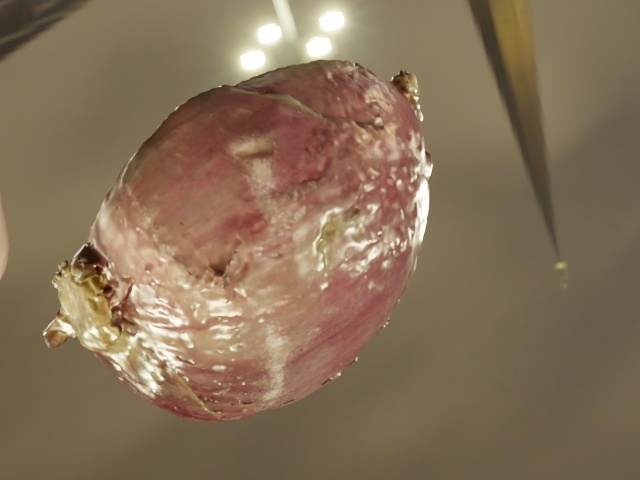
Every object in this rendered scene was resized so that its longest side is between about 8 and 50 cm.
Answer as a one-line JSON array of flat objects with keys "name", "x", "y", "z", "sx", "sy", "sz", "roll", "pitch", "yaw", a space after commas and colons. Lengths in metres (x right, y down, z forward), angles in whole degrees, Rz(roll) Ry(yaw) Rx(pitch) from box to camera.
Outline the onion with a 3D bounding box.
[{"name": "onion", "x": 0.000, "y": 0.000, "z": 0.917, "sx": 0.348, "sy": 0.267, "sz": 0.159, "roll": -31, "pitch": -108, "yaw": -31}]

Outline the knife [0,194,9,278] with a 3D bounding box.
[{"name": "knife", "x": -0.156, "y": -0.093, "z": 0.487, "sx": 0.081, "sy": 0.336, "sz": 0.043, "roll": 26, "pitch": -132, "yaw": 14}]
